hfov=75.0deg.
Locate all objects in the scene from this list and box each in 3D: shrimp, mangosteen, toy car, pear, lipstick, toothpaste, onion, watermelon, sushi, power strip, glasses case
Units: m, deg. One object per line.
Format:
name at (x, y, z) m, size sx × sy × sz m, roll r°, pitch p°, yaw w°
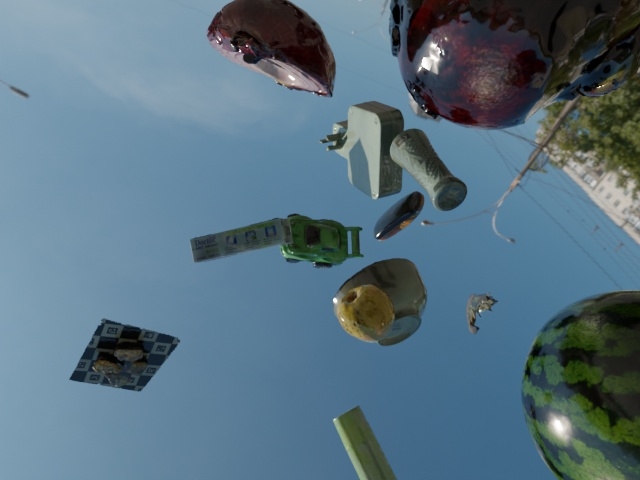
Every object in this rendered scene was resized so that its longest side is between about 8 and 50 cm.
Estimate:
shrimp at (0.639, 0.294, 1.672) m, size 0.058 × 0.296 × 0.169 m, roll 4°, pitch -100°, yaw 3°
mangosteen at (0.318, -0.377, 0.680) m, size 0.421 × 0.381 × 0.381 m, roll -16°, pitch -134°, yaw -12°
toy car at (0.000, 0.000, 1.795) m, size 0.358 × 0.176 × 0.213 m, roll 12°, pitch -108°, yaw -38°
pear at (0.141, 0.222, 1.255) m, size 0.178 × 0.178 × 0.178 m, roll 15°, pitch -145°, yaw -11°
lipstick at (0.124, 0.507, 0.878) m, size 0.076 × 0.076 × 0.304 m, roll -11°, pitch -117°, yaw -39°
toothpaste at (-0.253, 0.001, 1.315) m, size 0.336 × 0.081 × 0.067 m, roll -12°, pitch 176°, yaw 21°
onion at (-0.072, -0.326, 0.678) m, size 0.227 × 0.120 × 0.283 m, roll 20°, pitch -165°, yaw -2°
watermelon at (0.396, 0.201, 0.498) m, size 0.285 × 0.285 × 0.285 m, roll 15°, pitch -145°, yaw -11°
sushi at (-0.463, 0.293, 0.986) m, size 0.192 × 0.210 × 0.040 m, roll 26°, pitch -159°, yaw -34°
power strip at (0.106, -0.258, 1.143) m, size 0.141 × 0.229 × 0.261 m, roll -16°, pitch -147°, yaw -20°
glasses case at (0.339, -0.103, 1.838) m, size 0.082 × 0.321 × 0.122 m, roll 26°, pitch -126°, yaw -17°

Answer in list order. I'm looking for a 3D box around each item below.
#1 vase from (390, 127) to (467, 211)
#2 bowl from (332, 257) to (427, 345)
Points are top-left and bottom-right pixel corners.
vase at (0.237, -0.155, 0.917) m, size 0.096 × 0.096 × 0.219 m, roll 6°, pitch -142°, yaw -23°
bowl at (0.236, 0.247, 1.477) m, size 0.354 × 0.354 × 0.185 m, roll 0°, pitch -138°, yaw -29°
